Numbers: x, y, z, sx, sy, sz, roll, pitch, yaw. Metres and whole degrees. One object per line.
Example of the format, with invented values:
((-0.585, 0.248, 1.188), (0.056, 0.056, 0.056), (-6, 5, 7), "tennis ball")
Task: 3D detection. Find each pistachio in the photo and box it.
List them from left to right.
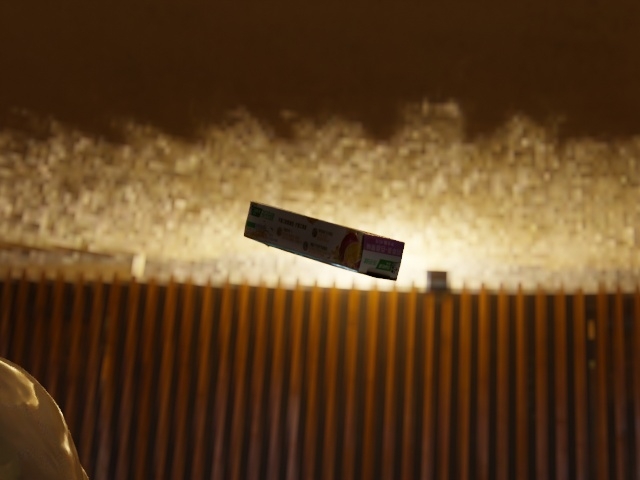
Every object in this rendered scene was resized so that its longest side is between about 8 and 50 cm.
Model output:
((-0.267, 0.175, 1.480), (0.144, 0.144, 0.215), (-15, -51, 25), "pistachio")

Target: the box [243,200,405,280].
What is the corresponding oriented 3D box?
((0.000, 0.000, 1.723), (0.050, 0.041, 0.207), (12, 3, -34), "box")
